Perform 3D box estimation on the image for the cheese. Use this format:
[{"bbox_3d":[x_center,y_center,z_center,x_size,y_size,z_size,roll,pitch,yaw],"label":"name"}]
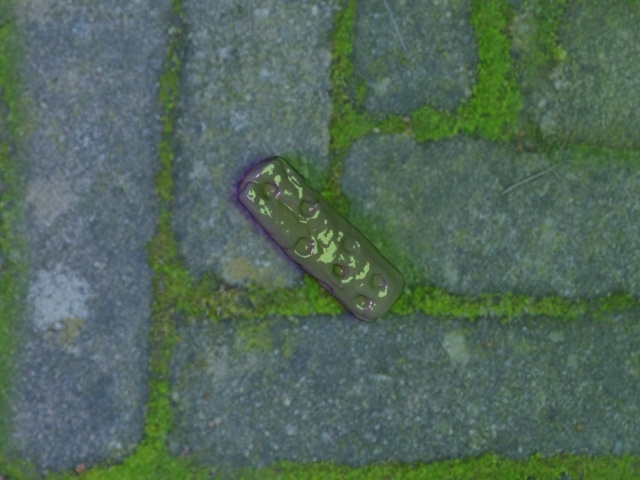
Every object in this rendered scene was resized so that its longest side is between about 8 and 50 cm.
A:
[{"bbox_3d":[0.000,0.000,1.780,0.194,0.043,0.065,46,75,-23],"label":"cheese"}]
